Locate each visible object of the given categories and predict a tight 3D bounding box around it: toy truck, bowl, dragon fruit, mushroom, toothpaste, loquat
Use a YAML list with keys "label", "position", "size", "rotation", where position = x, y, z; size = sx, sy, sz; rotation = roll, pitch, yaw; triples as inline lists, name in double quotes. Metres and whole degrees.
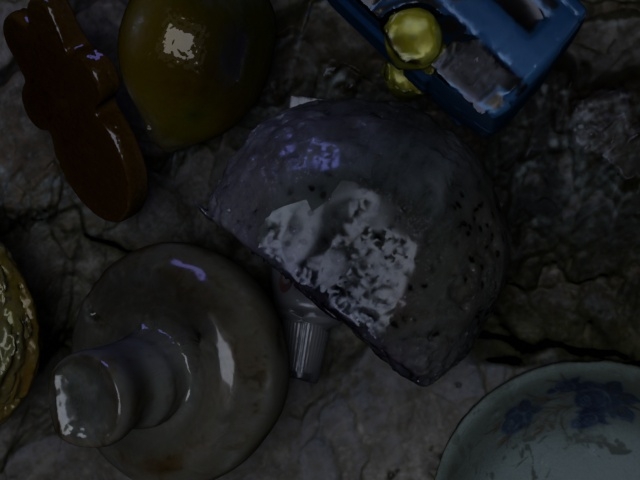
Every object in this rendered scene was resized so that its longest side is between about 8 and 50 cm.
- label: "toy truck"
  position: [0.058, -0.267, 1.082]
  size: [0.385, 0.161, 0.162]
  rotation: [44, 90, 6]
- label: "bowl"
  position: [0.249, 0.273, 1.079]
  size: [0.313, 0.146, 0.313]
  rotation: [1, 93, 13]
- label: "dragon fruit"
  position: [0.056, -0.021, 1.032]
  size: [0.283, 0.221, 0.204]
  rotation: [39, 88, -2]
- label: "mushroom"
  position: [-0.160, 0.123, 1.105]
  size: [0.243, 0.243, 0.243]
  rotation: [1, 94, 12]
- label: "toothpaste"
  position: [0.002, 0.000, 1.160]
  size: [0.099, 0.068, 0.282]
  rotation: [9, 90, -16]
- label: "loquat"
  position: [-0.120, -0.180, 1.123]
  size: [0.152, 0.152, 0.195]
  rotation: [23, 102, 10]

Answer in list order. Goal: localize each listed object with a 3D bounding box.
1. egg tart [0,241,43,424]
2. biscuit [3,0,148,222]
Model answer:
- label: "egg tart"
  position: [-0.414, 0.082, 1.222]
  size: [0.288, 0.118, 0.288]
  rotation: [1, 96, 13]
- label: "biscuit"
  position: [-0.240, -0.130, 1.168]
  size: [0.180, 0.039, 0.236]
  rotation: [-8, 106, 52]
